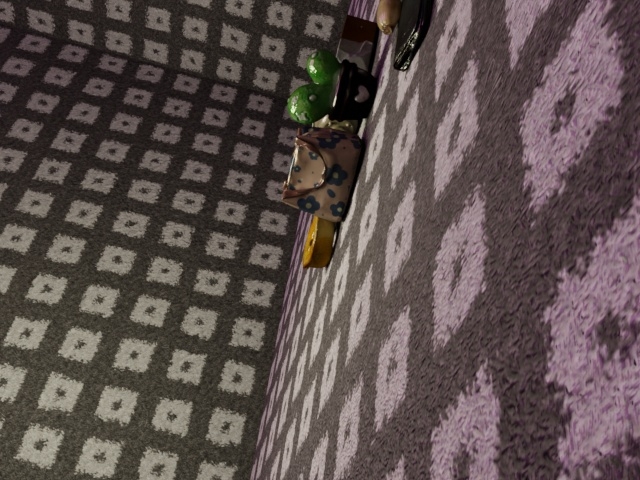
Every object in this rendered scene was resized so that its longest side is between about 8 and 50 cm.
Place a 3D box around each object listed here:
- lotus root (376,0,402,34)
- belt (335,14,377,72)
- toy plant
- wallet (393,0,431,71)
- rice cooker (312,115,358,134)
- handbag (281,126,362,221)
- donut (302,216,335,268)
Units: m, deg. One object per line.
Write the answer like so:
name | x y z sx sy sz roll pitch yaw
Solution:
lotus root | 0.181 -0.606 1.763 0.073 0.062 0.150 114 167 -58
belt | 0.104 -0.582 2.204 0.217 0.122 0.338 112 172 -67
toy plant | 0.033 -0.429 1.922 0.175 0.235 0.218 -91 16 -73
wallet | 0.209 -0.540 1.440 0.172 0.045 0.318 116 165 -71
rice cooker | 0.049 -0.371 2.101 0.206 0.145 0.127 105 166 -54
handbag | 0.000 -0.195 1.898 0.190 0.193 0.251 -82 7 -72
donut | 0.001 0.001 2.016 0.174 0.075 0.190 -85 11 -55
